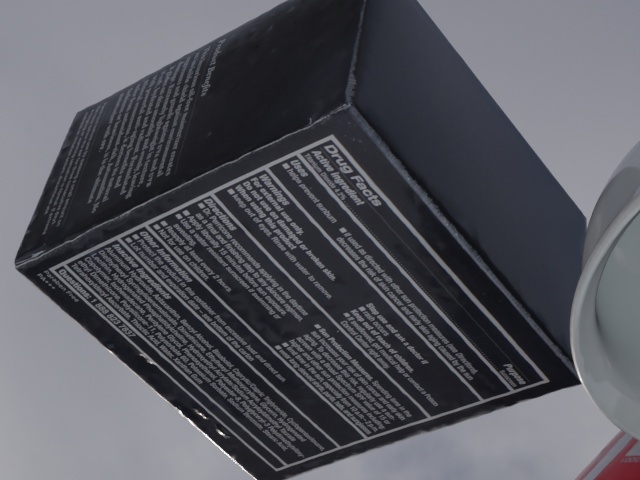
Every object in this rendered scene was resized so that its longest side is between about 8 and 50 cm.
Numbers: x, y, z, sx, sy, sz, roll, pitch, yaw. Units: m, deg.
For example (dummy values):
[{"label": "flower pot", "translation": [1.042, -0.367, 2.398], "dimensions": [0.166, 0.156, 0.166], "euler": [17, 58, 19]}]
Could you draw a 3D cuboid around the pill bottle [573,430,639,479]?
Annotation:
[{"label": "pill bottle", "translation": [0.209, 0.297, 0.954], "dimensions": [0.229, 0.407, 0.229], "euler": [26, -47, 31]}]

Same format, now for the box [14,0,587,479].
[{"label": "box", "translation": [0.000, 0.000, 1.018], "dimensions": [0.294, 0.183, 0.296], "euler": [-22, -53, 31]}]

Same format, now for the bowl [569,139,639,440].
[{"label": "bowl", "translation": [0.291, -0.004, 0.878], "dimensions": [0.297, 0.134, 0.298], "euler": [-3, -48, -3]}]
